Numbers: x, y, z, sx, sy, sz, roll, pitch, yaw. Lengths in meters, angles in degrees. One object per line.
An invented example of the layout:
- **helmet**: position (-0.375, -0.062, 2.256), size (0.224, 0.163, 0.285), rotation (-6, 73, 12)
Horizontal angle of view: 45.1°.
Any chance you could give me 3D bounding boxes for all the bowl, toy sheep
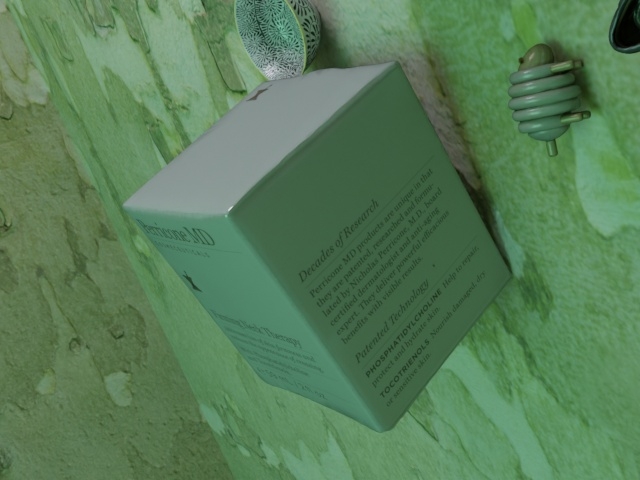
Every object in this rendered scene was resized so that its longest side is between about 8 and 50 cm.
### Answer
- **bowl**: position (-0.052, -0.335, 1.205), size (0.170, 0.080, 0.170), rotation (37, 147, 31)
- **toy sheep**: position (0.263, -0.163, 0.898), size (0.091, 0.091, 0.132), rotation (-3, 98, 57)

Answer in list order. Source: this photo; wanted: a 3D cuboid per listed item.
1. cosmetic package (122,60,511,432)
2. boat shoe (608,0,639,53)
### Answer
- **cosmetic package**: position (0.000, 0.000, 1.134), size (0.329, 0.327, 0.393), rotation (7, 137, 54)
- **boat shoe**: position (0.352, -0.257, 0.657), size (0.102, 0.092, 0.285), rotation (50, 151, 8)
